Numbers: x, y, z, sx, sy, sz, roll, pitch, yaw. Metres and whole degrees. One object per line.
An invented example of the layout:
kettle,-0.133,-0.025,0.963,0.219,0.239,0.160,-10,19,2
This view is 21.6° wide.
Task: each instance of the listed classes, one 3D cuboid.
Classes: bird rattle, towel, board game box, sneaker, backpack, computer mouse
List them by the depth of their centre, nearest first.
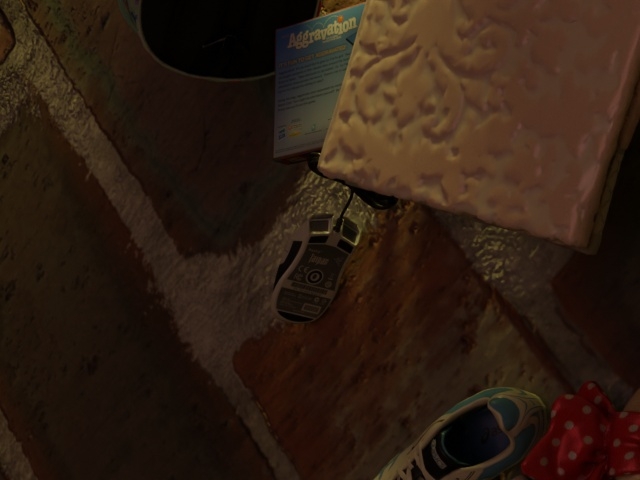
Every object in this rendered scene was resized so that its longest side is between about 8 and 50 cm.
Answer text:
bird rattle,0.311,0.192,1.434,0.207,0.143,0.253,-47,41,10
towel,0.163,-0.172,1.508,0.332,0.053,0.317,20,94,44
sneaker,0.110,0.213,1.596,0.237,0.086,0.085,-42,59,29
board game box,0.061,-0.169,1.660,0.281,0.027,0.145,-10,74,42
computer mouse,0.000,0.000,1.737,0.193,0.106,0.042,-62,29,23
backpack,-0.105,-0.303,1.788,0.191,0.225,0.254,-136,52,-60

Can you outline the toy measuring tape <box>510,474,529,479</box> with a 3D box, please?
toy measuring tape,0.067,0.334,1.590,0.330,0.121,0.121,-46,55,24
